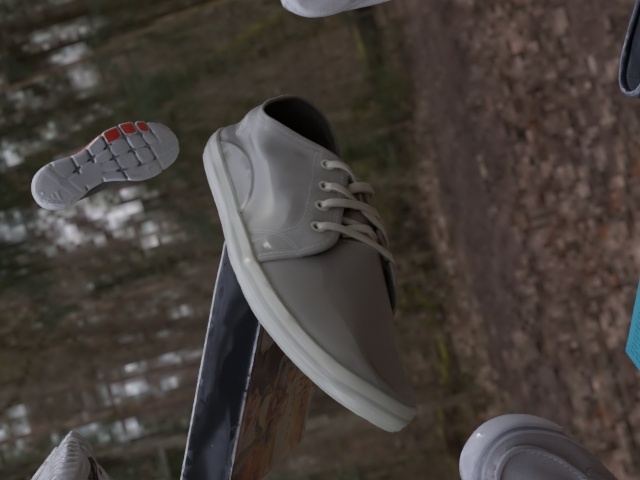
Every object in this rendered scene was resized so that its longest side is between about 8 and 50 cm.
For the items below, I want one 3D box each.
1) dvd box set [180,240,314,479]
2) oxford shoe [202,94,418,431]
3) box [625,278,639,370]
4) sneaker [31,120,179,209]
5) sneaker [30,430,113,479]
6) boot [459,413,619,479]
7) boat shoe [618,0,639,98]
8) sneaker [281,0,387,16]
[{"bbox_3d":[-0.063,0.134,1.903,0.420,0.062,0.308,-18,-61,-78],"label":"dvd box set"},{"bbox_3d":[0.000,0.000,1.498,0.169,0.130,0.449,37,-162,-37],"label":"oxford shoe"},{"bbox_3d":[0.288,-0.011,1.098,0.060,0.100,0.244,-116,26,-56],"label":"box"},{"bbox_3d":[-0.221,-0.078,1.598,0.065,0.158,0.061,173,77,-74],"label":"sneaker"},{"bbox_3d":[-0.181,0.244,1.316,0.153,0.094,0.235,39,159,-4],"label":"sneaker"},{"bbox_3d":[0.229,0.229,1.261,0.258,0.095,0.123,33,180,-34],"label":"boot"},{"bbox_3d":[0.327,-0.243,1.386,0.301,0.102,0.108,98,163,-50],"label":"boat shoe"},{"bbox_3d":[0.064,-0.245,1.398,0.094,0.212,0.080,170,86,-81],"label":"sneaker"}]
